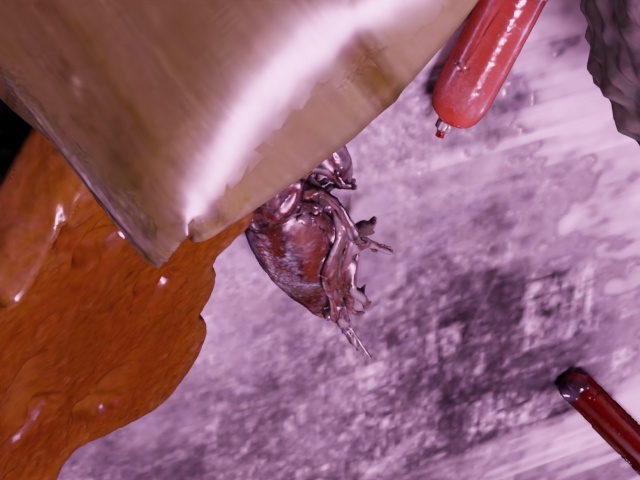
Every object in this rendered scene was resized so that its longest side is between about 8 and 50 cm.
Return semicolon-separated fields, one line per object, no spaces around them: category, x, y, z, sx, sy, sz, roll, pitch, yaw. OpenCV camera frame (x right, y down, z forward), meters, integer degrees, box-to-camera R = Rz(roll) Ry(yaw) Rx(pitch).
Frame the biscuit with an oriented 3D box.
biscuit;-0.140;0.058;0.667;0.301;0.043;0.278;-44;162;-25

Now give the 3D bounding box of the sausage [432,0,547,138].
sausage;0.111;-0.157;0.752;0.034;0.034;0.253;7;119;-33

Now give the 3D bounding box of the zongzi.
zongzi;-0.116;-0.223;0.544;0.181;0.418;0.447;-35;94;8

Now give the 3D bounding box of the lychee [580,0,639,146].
lychee;0.246;-0.119;0.705;0.255;0.255;0.274;48;61;-44

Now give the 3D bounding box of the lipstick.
lipstick;0.202;0.130;1.032;0.027;0.027;0.176;-42;132;6

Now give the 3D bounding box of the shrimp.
shrimp;0.000;0.000;0.794;0.065;0.056;0.165;-36;137;-9
